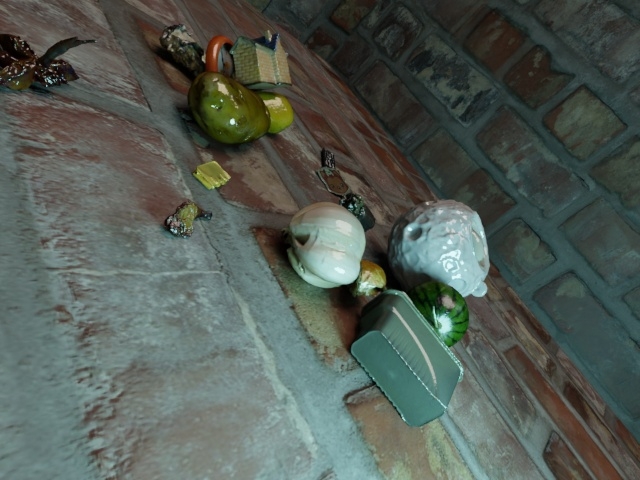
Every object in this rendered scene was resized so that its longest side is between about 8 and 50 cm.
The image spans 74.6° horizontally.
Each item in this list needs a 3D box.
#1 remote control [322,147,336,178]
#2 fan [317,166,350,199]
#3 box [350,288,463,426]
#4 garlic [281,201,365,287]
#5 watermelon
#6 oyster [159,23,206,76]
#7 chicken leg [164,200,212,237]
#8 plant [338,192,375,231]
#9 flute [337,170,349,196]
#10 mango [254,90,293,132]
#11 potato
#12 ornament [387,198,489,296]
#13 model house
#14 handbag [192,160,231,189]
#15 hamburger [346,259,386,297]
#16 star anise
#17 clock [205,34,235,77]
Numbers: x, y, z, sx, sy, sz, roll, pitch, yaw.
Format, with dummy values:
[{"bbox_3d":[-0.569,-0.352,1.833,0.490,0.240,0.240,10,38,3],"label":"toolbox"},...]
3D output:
[{"bbox_3d":[0.032,-0.310,1.694,0.063,0.025,0.245,35,27,-22],"label":"remote control"},{"bbox_3d":[0.073,-0.189,1.562,0.132,0.009,0.220,-17,68,-48],"label":"fan"},{"bbox_3d":[0.190,0.259,0.948,0.274,0.138,0.178,49,29,7],"label":"box"},{"bbox_3d":[0.007,-0.009,1.000,0.203,0.185,0.281,21,32,-15],"label":"garlic"},{"bbox_3d":[0.310,0.208,1.143,0.188,0.188,0.215,44,10,-4],"label":"watermelon"},{"bbox_3d":[-0.400,-0.582,1.338,0.198,0.092,0.259,57,9,16],"label":"oyster"},{"bbox_3d":[-0.252,-0.045,0.809,0.062,0.037,0.145,64,20,-17],"label":"chicken leg"},{"bbox_3d":[0.123,-0.095,1.442,0.143,0.094,0.092,48,36,-25],"label":"plant"},{"bbox_3d":[0.099,-0.196,1.641,0.014,0.014,0.270,27,31,-36],"label":"flute"},{"bbox_3d":[-0.179,-0.446,1.441,0.195,0.138,0.098,17,-6,-42],"label":"mango"},{"bbox_3d":[-0.245,-0.367,1.189,0.195,0.177,0.369,14,15,9],"label":"potato"},{"bbox_3d":[0.370,0.037,1.359,0.337,0.337,0.337,37,26,-21],"label":"ornament"},{"bbox_3d":[-0.203,-0.569,1.325,0.183,0.166,0.173,-38,125,-63],"label":"model house"},{"bbox_3d":[-0.254,-0.151,0.979,0.061,0.027,0.083,46,26,-3],"label":"handbag"},{"bbox_3d":[0.126,0.092,1.064,0.102,0.087,0.176,5,4,-6],"label":"hamburger"},{"bbox_3d":[-0.492,-0.334,0.741,0.140,0.144,0.158,14,40,-37],"label":"star anise"},{"bbox_3d":[-0.307,-0.534,1.325,0.051,0.206,0.205,4,21,13],"label":"clock"}]
